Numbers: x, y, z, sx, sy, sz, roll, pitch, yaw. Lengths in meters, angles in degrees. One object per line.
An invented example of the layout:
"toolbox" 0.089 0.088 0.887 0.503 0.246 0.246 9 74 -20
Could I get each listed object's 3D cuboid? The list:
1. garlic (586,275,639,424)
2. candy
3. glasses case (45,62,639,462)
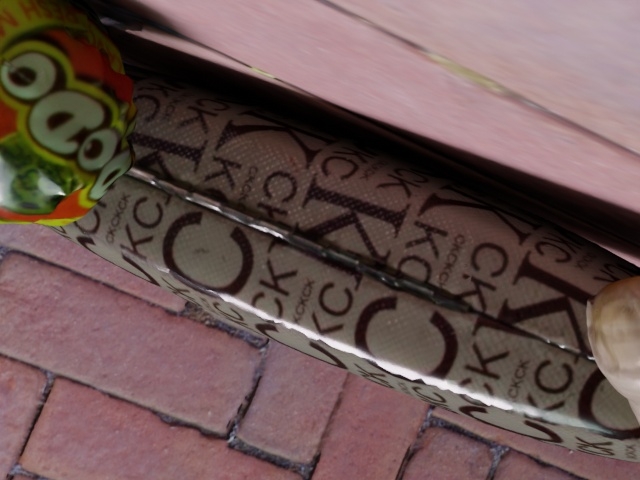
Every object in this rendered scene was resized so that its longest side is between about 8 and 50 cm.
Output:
"garlic" 0.128 0.038 0.422 0.113 0.074 0.094 13 178 -41
"candy" -0.179 -0.090 0.563 0.305 0.083 0.091 29 153 38
"glasses case" 0.000 0.000 0.580 0.354 0.085 0.137 22 -177 21
